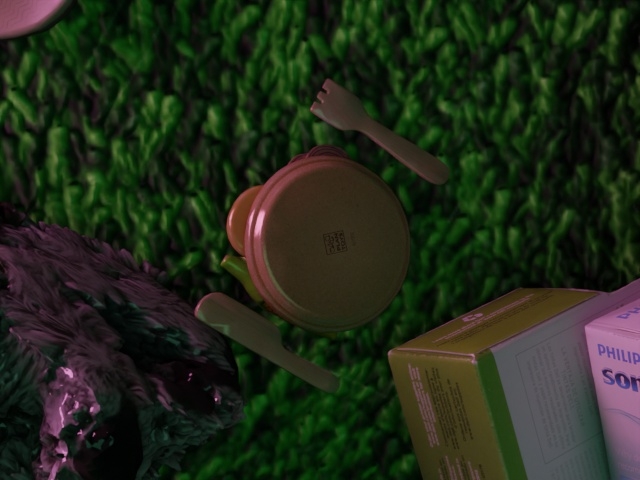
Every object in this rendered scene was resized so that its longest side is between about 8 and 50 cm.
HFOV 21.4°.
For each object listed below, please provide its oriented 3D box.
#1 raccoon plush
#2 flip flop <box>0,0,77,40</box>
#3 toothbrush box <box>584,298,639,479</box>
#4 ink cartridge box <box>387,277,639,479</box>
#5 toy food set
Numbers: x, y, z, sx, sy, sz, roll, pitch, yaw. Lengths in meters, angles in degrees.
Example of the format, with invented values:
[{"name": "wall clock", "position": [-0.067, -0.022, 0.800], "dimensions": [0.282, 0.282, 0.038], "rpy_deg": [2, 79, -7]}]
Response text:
[{"name": "raccoon plush", "position": [-0.254, 0.120, 1.147], "dimensions": [0.446, 0.216, 0.299], "rpy_deg": [42, 110, 19]}, {"name": "flip flop", "position": [-0.281, -0.222, 1.091], "dimensions": [0.277, 0.080, 0.112], "rpy_deg": [35, 95, -11]}, {"name": "toothbrush box", "position": [0.317, 0.163, 1.152], "dimensions": [0.216, 0.126, 0.295], "rpy_deg": [-21, 107, -31]}, {"name": "ink cartridge box", "position": [0.195, 0.120, 1.205], "dimensions": [0.255, 0.097, 0.189], "rpy_deg": [-23, 103, -33]}, {"name": "toy food set", "position": [0.000, 0.000, 1.180], "dimensions": [0.132, 0.038, 0.192], "rpy_deg": [34, 76, -15]}]
